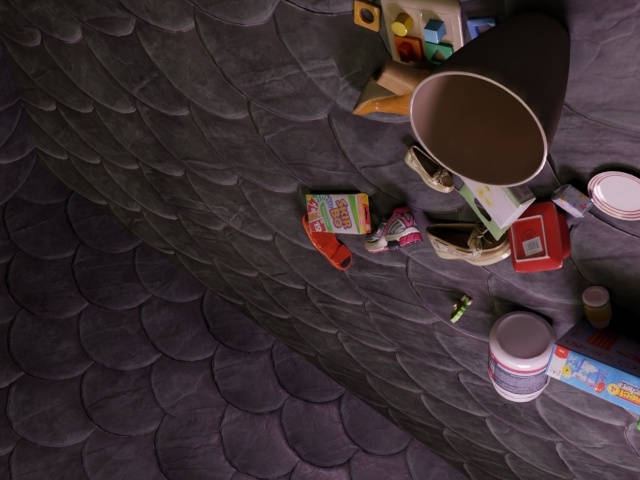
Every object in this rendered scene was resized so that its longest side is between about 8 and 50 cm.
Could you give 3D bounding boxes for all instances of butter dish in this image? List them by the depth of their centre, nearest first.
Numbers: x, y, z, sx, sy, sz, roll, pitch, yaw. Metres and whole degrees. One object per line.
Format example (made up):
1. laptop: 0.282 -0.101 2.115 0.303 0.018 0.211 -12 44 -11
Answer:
1. butter dish: 0.541 -0.008 1.616 0.160 0.118 0.159 -14 81 60

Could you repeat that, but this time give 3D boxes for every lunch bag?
1. lunch bag: 0.562 -0.090 1.511 0.071 0.053 0.083 37 -179 2

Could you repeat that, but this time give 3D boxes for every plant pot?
1. plant pot: 0.338 -0.281 1.220 0.257 0.274 0.256 29 152 17

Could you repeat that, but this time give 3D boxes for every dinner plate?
1. dinner plate: 0.644 -0.098 1.438 0.141 0.017 0.141 28 153 16

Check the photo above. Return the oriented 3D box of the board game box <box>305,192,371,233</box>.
1. board game box: 0.053 -0.086 2.108 0.260 0.039 0.124 3 104 46

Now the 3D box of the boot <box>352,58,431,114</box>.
1. boot: 0.203 -0.310 1.551 0.211 0.104 0.295 25 170 -10

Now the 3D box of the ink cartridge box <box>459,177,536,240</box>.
1. ink cartridge box: 0.402 -0.104 1.619 0.171 0.056 0.235 57 158 17

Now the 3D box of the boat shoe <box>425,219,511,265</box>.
1. boat shoe: 0.398 0.001 1.808 0.089 0.104 0.285 47 153 -26

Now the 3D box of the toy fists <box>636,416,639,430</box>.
1. toy fists: 1.001 0.496 1.895 0.142 0.096 0.279 22 150 8

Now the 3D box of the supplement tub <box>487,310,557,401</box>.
1. supplement tub: 0.605 0.356 2.038 0.191 0.191 0.272 23 150 27

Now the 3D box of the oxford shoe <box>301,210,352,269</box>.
1. oxford shoe: 0.000 0.000 2.319 0.098 0.097 0.271 14 146 50

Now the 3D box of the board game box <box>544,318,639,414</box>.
1. board game box: 0.757 0.320 1.690 0.302 0.308 0.086 21 107 30

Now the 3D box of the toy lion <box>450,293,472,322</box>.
1. toy lion: 0.437 0.223 2.136 0.034 0.096 0.100 36 155 3

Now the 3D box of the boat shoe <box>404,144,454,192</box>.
1. boat shoe: 0.281 -0.182 1.711 0.153 0.056 0.048 44 159 3

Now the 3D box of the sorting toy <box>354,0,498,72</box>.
1. sorting toy: 0.210 -0.421 1.409 0.348 0.047 0.196 22 150 29

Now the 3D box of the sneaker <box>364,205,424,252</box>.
1. sneaker: 0.215 -0.031 1.999 0.299 0.121 0.111 163 93 -71

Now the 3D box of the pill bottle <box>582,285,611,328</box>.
1. pill bottle: 0.718 0.176 1.744 0.065 0.065 0.116 14 146 39
